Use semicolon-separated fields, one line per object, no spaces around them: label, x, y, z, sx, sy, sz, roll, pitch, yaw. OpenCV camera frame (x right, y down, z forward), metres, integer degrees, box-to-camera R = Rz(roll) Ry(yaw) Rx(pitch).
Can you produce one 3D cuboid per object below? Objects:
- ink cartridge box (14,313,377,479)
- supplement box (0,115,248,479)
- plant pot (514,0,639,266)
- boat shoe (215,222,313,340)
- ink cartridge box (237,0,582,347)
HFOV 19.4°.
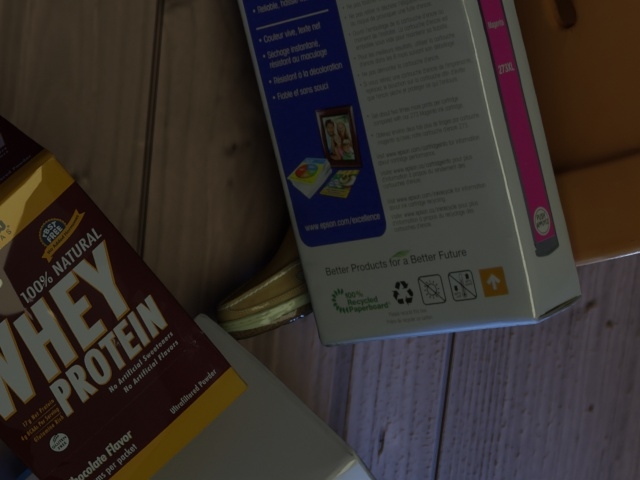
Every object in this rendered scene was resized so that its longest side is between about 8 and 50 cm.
ink cartridge box;-0.041;0.232;1.226;0.198;0.197;0.270;-42;131;-9
supplement box;-0.178;0.039;1.137;0.129;0.191;0.194;-42;117;-9
plant pot;0.225;-0.118;1.247;0.291;0.291;0.203;-19;96;-19
boat shoe;0.000;0.000;1.289;0.190;0.068;0.072;-31;104;-25
ink cartridge box;0.037;-0.122;1.172;0.069;0.176;0.371;-23;101;-48
